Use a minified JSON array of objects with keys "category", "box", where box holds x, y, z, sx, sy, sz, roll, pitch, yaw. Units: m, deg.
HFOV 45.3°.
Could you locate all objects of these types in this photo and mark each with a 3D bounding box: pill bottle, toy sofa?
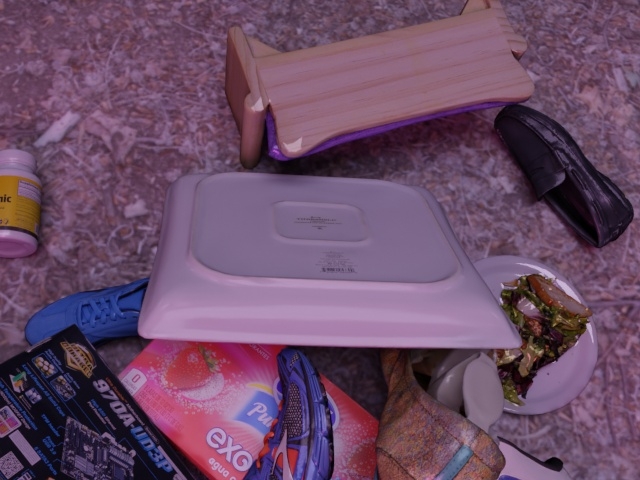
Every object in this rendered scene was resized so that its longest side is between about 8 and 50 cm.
[{"category":"pill bottle","box":[-0.358,-0.044,0.890,0.065,0.065,0.116,-1,66,-8]},{"category":"toy sofa","box":[0.069,-0.187,0.965,0.363,0.150,0.177,-16,74,-14]}]

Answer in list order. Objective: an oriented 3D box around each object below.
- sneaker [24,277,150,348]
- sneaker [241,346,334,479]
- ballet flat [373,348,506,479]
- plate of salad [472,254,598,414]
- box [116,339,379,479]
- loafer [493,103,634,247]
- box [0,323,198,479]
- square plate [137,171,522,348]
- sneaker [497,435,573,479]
[{"category":"sneaker","box":[-0.223,0.074,0.848,0.209,0.082,0.069,-9,70,-10]},{"category":"sneaker","box":[-0.031,0.196,0.654,0.087,0.083,0.221,-2,62,0]},{"category":"ballet flat","box":[0.120,0.139,0.734,0.123,0.348,0.123,2,104,8]},{"category":"plate of salad","box":[0.238,0.106,0.913,0.200,0.048,0.199,3,66,-7]},{"category":"box","box":[-0.048,0.206,0.774,0.300,0.154,0.142,38,66,11]},{"category":"loafer","box":[0.304,-0.085,0.990,0.078,0.076,0.223,-37,79,-28]},{"category":"box","box":[-0.207,0.195,0.630,0.220,0.051,0.175,51,30,2]},{"category":"square plate","box":[0.000,0.000,0.814,0.347,0.049,0.344,2,25,-7]},{"category":"sneaker","box":[0.147,0.303,0.782,0.315,0.127,0.182,-17,66,-22]}]
